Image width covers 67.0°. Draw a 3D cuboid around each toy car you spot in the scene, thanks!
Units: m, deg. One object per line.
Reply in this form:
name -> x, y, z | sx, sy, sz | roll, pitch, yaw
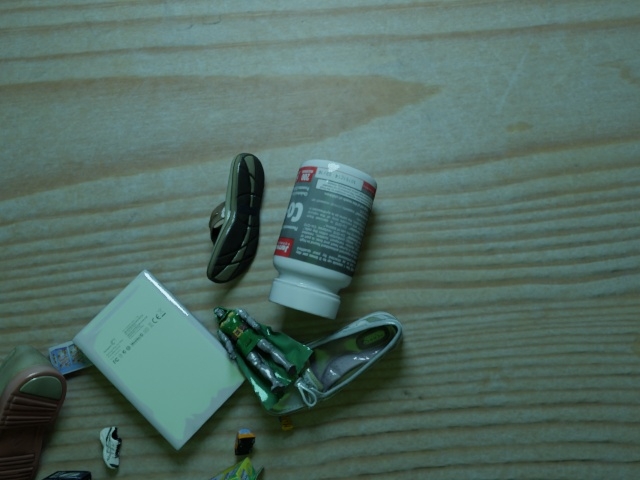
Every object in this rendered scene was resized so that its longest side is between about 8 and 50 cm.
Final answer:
toy car -> -0.117, 0.391, 0.977 | 0.122, 0.060, 0.040 | -12, 37, -14

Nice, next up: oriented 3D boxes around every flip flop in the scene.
flip flop -> -0.186, -0.047, 1.006 | 0.080, 0.112, 0.276 | 5, 84, 31

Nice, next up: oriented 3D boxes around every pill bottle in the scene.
pill bottle -> 0.000, 0.000, 0.949 | 0.161, 0.161, 0.283 | 15, 83, 6

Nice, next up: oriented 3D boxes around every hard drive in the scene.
hard drive -> -0.321, 0.238, 0.985 | 0.307, 0.040, 0.203 | 44, 83, 5

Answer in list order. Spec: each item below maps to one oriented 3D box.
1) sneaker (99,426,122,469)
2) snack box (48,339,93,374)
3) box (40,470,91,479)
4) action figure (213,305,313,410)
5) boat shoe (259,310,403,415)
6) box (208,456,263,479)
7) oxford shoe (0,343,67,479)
sneaker -> -0.422, 0.422, 0.986 | 0.037, 0.032, 0.083 | -20, 82, 1
snack box -> -0.481, 0.230, 1.021 | 0.178, 0.022, 0.064 | -18, 83, 1
box -> -0.512, 0.553, 0.916 | 0.078, 0.147, 0.180 | -1, 81, 4
action figure -> -0.139, 0.201, 0.951 | 0.232, 0.063, 0.137 | 35, 81, 34
boat shoe -> 0.017, 0.240, 0.944 | 0.321, 0.103, 0.118 | -27, 81, 1
box -> -0.196, 0.480, 0.925 | 0.179, 0.105, 0.043 | -29, 82, -1
oxford shoe -> -0.649, 0.400, 0.978 | 0.147, 0.140, 0.396 | 31, 90, 38
